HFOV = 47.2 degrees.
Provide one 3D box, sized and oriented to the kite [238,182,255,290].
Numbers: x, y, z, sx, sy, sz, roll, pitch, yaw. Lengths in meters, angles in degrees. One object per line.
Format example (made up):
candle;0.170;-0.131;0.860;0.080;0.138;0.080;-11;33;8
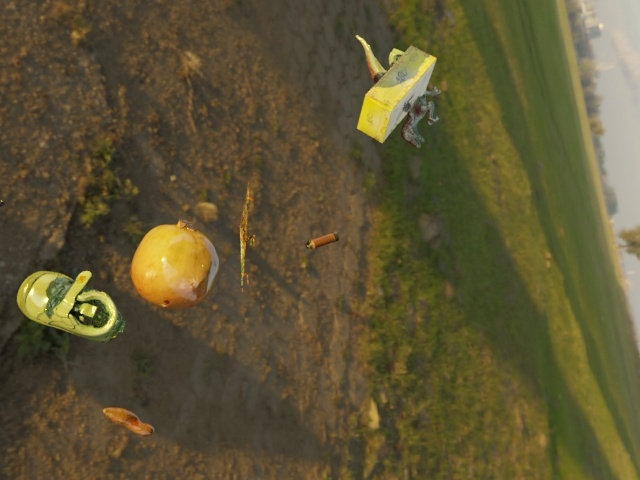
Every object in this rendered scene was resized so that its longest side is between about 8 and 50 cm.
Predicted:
kite;-0.128;-0.002;1.254;0.244;0.006;0.197;-144;-122;-76

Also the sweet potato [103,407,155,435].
sweet potato;-0.607;0.574;2.334;0.202;0.055;0.058;36;54;-29

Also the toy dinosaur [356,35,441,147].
toy dinosaur;0.153;-0.327;1.542;0.242;0.167;0.053;33;20;-3

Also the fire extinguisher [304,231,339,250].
fire extinguisher;0.000;0.000;1.519;0.083;0.022;0.028;-18;118;-32

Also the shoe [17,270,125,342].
shoe;-0.604;0.155;1.806;0.262;0.128;0.140;32;54;-17

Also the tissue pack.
tissue pack;0.144;-0.280;1.394;0.176;0.062;0.095;-50;166;-30

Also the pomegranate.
pomegranate;-0.300;0.053;1.529;0.191;0.191;0.191;-11;90;-69

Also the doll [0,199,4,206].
doll;-0.730;-0.029;1.537;0.109;0.057;0.169;80;22;-52
